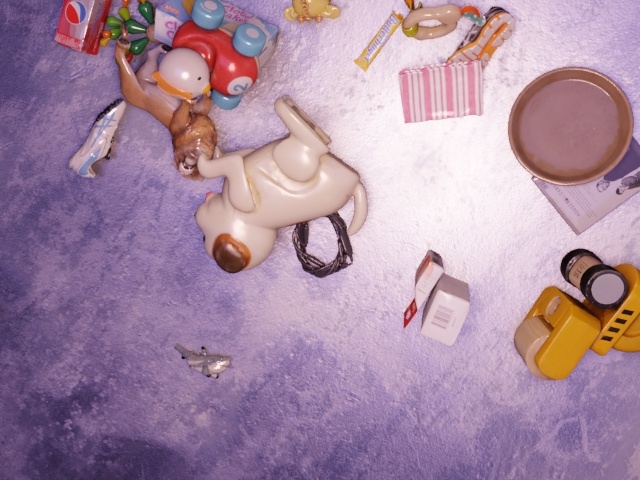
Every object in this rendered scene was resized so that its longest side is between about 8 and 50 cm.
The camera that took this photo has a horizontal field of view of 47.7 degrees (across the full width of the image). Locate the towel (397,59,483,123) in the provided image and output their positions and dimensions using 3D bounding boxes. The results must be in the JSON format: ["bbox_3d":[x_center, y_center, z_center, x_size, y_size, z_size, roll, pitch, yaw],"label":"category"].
[{"bbox_3d":[0.290,-0.351,1.730,0.197,0.029,0.144,-4,128,12],"label":"towel"}]

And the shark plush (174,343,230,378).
[{"bbox_3d":[-0.326,0.324,1.988,0.161,0.073,0.067,21,82,28],"label":"shark plush"}]

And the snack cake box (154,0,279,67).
[{"bbox_3d":[-0.254,-0.509,1.774,0.264,0.152,0.089,27,140,6],"label":"snack cake box"}]

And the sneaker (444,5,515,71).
[{"bbox_3d":[0.368,-0.460,1.709,0.084,0.083,0.215,29,124,-29],"label":"sneaker"}]

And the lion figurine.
[{"bbox_3d":[-0.397,-0.345,1.838,0.392,0.142,0.240,47,139,9],"label":"lion figurine"}]

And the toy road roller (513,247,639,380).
[{"bbox_3d":[0.639,0.200,1.692,0.240,0.202,0.329,33,102,-6],"label":"toy road roller"}]

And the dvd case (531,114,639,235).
[{"bbox_3d":[0.653,-0.153,1.719,0.238,0.029,0.179,-39,90,15],"label":"dvd case"}]

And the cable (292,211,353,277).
[{"bbox_3d":[0.000,0.000,1.868,0.150,0.047,0.184,-21,90,21],"label":"cable"}]

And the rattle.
[{"bbox_3d":[0.285,-0.551,1.680,0.199,0.130,0.143,-14,57,45],"label":"rattle"}]

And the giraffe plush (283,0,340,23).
[{"bbox_3d":[-0.017,-0.613,1.724,0.181,0.210,0.170,18,130,39],"label":"giraffe plush"}]

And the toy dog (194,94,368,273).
[{"bbox_3d":[-0.126,-0.104,1.774,0.408,0.284,0.395,-42,108,11],"label":"toy dog"}]

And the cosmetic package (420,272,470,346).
[{"bbox_3d":[0.299,0.160,1.731,0.085,0.231,0.117,23,103,7],"label":"cosmetic package"}]

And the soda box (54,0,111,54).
[{"bbox_3d":[-0.599,-0.620,1.866,0.083,0.092,0.263,21,101,7],"label":"soda box"}]

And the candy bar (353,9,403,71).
[{"bbox_3d":[0.144,-0.491,1.776,0.040,0.018,0.161,39,104,3],"label":"candy bar"}]

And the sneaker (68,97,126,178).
[{"bbox_3d":[-0.579,-0.273,1.928,0.086,0.085,0.237,32,101,-22],"label":"sneaker"}]

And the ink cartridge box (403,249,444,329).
[{"bbox_3d":[0.238,0.117,1.782,0.045,0.145,0.179,33,104,-1],"label":"ink cartridge box"}]

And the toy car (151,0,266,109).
[{"bbox_3d":[-0.270,-0.374,1.618,0.210,0.238,0.219,33,140,-2],"label":"toy car"}]

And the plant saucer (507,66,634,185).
[{"bbox_3d":[0.580,-0.264,1.690,0.278,0.041,0.278,0,89,18],"label":"plant saucer"}]

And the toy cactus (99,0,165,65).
[{"bbox_3d":[-0.462,-0.548,1.855,0.180,0.112,0.219,16,93,-1],"label":"toy cactus"}]
